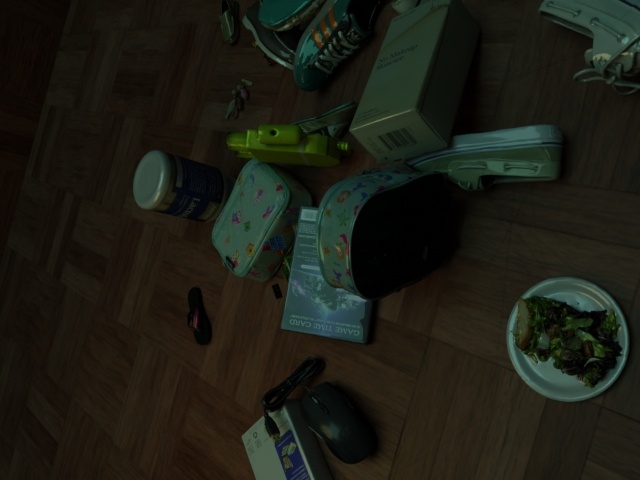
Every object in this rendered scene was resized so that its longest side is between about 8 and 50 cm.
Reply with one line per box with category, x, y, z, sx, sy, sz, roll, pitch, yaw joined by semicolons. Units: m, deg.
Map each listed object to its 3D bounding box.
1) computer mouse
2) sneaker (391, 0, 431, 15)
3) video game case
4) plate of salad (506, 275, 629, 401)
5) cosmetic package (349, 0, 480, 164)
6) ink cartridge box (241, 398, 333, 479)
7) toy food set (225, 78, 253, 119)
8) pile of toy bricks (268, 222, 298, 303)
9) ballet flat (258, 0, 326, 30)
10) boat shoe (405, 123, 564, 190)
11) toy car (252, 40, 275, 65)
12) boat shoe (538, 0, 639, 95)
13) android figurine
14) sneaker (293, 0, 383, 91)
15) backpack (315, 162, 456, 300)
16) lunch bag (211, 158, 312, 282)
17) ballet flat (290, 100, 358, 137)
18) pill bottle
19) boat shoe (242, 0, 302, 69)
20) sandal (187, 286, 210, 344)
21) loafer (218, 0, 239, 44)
computer mouse;-0.021;0.367;1.272;0.184;0.060;0.262;-37;50;-6
sneaker;0.192;-0.608;1.303;0.122;0.146;0.331;-20;65;41
video game case;0.028;0.070;1.317;0.196;0.026;0.274;7;85;18
plate of salad;0.386;0.155;0.990;0.199;0.048;0.200;-14;70;41
cosmetic package;0.185;-0.308;1.178;0.160;0.113;0.310;-11;50;43
ink cartridge box;-0.053;0.523;1.317;0.165;0.065;0.333;-46;51;26
toy food set;-0.235;-0.398;1.752;0.078;0.019;0.122;30;101;44
pile of toy bricks;-0.060;0.078;1.417;0.118;0.105;0.212;-18;81;-6
ballet flat;0.025;-0.648;1.477;0.409;0.147;0.147;-47;51;17
boat shoe;0.285;-0.139;1.122;0.302;0.109;0.094;-6;79;41
toy car;-0.150;-0.527;1.680;0.040;0.060;0.122;-32;61;-3
boat shoe;0.467;-0.300;0.960;0.156;0.135;0.367;-52;50;23
android figurine;-0.067;-0.210;1.395;0.272;0.248;0.056;4;87;7
sneaker;0.044;-0.476;1.438;0.121;0.108;0.302;45;110;45
backpack;0.102;-0.017;1.128;0.191;0.253;0.225;17;122;41
lunch bag;-0.158;-0.050;1.529;0.224;0.107;0.279;47;113;40
ballet flat;0.015;-0.270;1.457;0.206;0.073;0.067;-11;100;45
pill bottle;-0.336;-0.131;1.613;0.153;0.264;0.153;-12;72;43
boat shoe;-0.106;-0.540;1.599;0.097;0.116;0.324;-55;43;24
sandal;-0.346;0.208;1.695;0.067;0.040;0.179;-41;54;30
loafer;-0.275;-0.650;1.832;0.056;0.050;0.148;-20;66;40
